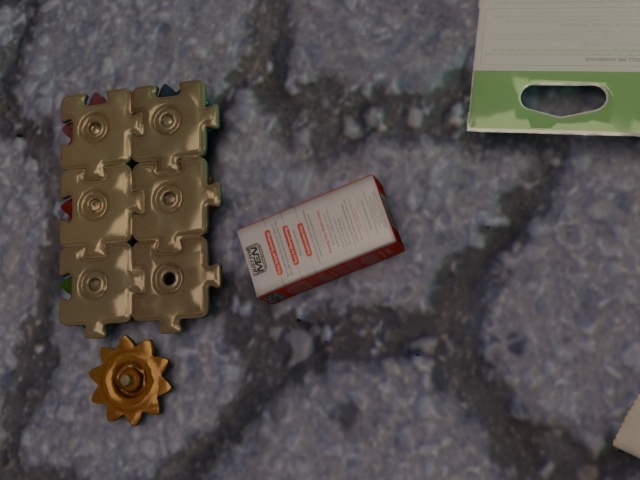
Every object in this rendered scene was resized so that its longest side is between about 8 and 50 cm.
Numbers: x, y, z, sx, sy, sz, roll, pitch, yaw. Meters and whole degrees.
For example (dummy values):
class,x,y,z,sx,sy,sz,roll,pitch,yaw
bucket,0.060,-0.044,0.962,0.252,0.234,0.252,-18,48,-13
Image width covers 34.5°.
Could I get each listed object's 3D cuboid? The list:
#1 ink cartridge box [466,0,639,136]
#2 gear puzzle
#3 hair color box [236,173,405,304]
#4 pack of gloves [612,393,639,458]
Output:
class,x,y,z,sx,sy,sz,roll,pitch,yaw
ink cartridge box,0.228,-0.203,0.936,0.171,0.056,0.235,4,82,18
gear puzzle,-0.174,0.012,1.022,0.175,0.044,0.339,-5,79,14
hair color box,0.000,0.000,0.966,0.141,0.043,0.072,-21,72,10
pack of gloves,0.327,0.220,0.793,0.232,0.046,0.195,28,116,18
